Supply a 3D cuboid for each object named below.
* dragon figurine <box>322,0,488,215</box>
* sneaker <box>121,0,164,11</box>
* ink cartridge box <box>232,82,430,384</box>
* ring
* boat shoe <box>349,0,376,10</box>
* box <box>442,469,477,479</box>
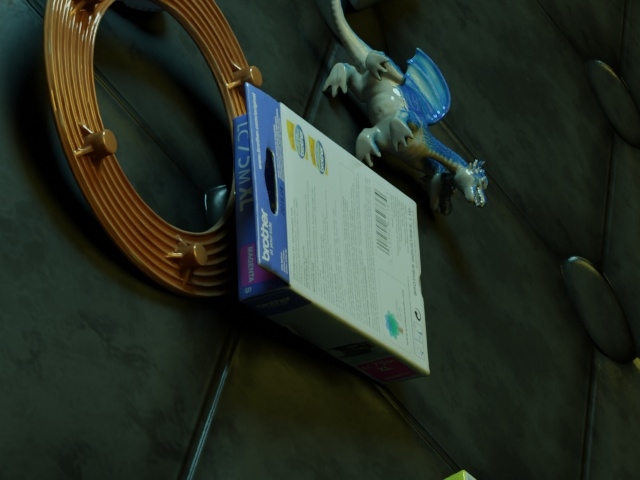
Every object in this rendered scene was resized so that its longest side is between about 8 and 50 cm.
[{"bbox_3d":[0.082,-0.153,2.131,0.144,0.085,0.289,-5,68,-60],"label":"dragon figurine"},{"bbox_3d":[-0.171,-0.320,1.804,0.235,0.153,0.094,47,31,-23],"label":"sneaker"},{"bbox_3d":[0.000,0.000,1.811,0.311,0.065,0.185,36,44,-54],"label":"ink cartridge box"},{"bbox_3d":[-0.127,-0.114,1.739,0.336,0.032,0.336,39,42,-47],"label":"ring"},{"bbox_3d":[0.069,-0.325,2.290,0.076,0.080,0.228,52,27,-1],"label":"boat shoe"},{"bbox_3d":[0.153,0.314,1.845,0.105,0.043,0.179,41,31,-32],"label":"box"}]
